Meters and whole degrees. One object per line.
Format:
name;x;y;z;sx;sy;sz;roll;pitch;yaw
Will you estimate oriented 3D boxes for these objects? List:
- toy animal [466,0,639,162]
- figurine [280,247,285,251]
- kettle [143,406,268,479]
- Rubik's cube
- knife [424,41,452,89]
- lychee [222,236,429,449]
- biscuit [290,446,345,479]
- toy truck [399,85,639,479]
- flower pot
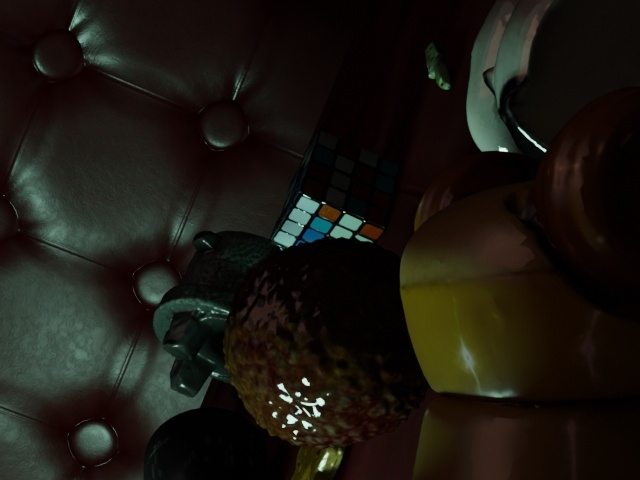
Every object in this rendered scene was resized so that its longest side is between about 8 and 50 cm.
toy animal;0.209;-0.138;0.881;0.235;0.165;0.187;-133;65;-80
figurine;-0.007;-0.003;1.974;0.126;0.114;0.157;-4;52;40
kettle;-0.202;0.453;1.720;0.268;0.207;0.290;-42;25;14
Rubik's cube;0.024;-0.061;1.791;0.154;0.155;0.151;124;165;-50
knife;0.193;-0.287;1.774;0.293;0.019;0.043;-89;21;-67
lychee;0.012;0.113;1.221;0.260;0.260;0.261;-158;90;-81
biscuit;-0.018;0.345;1.461;0.184;0.035;0.249;-110;43;-78
toy truck;0.160;0.044;0.494;0.204;0.287;0.212;164;103;-74
flower pot;-0.167;0.149;2.039;0.283;0.299;0.299;-65;6;-33
